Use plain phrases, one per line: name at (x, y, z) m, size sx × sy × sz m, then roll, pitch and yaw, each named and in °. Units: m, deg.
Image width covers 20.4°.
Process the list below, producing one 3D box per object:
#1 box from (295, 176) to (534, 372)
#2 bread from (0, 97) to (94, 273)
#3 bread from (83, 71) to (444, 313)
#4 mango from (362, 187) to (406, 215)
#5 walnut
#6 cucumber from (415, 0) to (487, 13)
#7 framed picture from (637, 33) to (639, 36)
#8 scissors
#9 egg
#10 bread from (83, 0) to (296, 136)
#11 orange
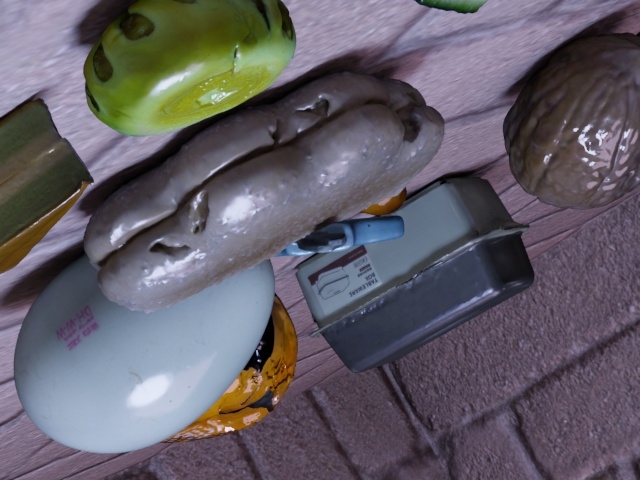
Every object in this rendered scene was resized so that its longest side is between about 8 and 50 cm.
box at (0.129, 0.044, 2.330) m, size 0.290 × 0.166 × 0.220 m, roll -31°, pitch 172°, yaw 22°
bread at (-0.221, -0.025, 1.154) m, size 0.084 × 0.074 × 0.139 m, roll -25°, pitch 172°, yaw -40°
bread at (-0.034, -0.055, 1.474) m, size 0.337 × 0.102 × 0.183 m, roll -26°, pitch 171°, yaw -23°
mango at (0.052, -0.057, 1.853) m, size 0.077 × 0.063 × 0.127 m, roll -2°, pitch 180°, yaw 8°
walnut at (0.288, -0.128, 1.878) m, size 0.178 × 0.178 × 0.230 m, roll -23°, pitch 158°, yaw -32°
cucumber at (0.109, -0.208, 1.178) m, size 0.116 × 0.062 × 0.115 m, roll -40°, pitch 169°, yaw 24°
framed picture at (0.454, -0.257, 2.128) m, size 0.244 × 0.013 × 0.324 m, roll -34°, pitch 169°, yaw 31°
scissors at (0.000, 0.000, 1.728) m, size 0.192 × 0.029 × 0.447 m, roll -7°, pitch -178°, yaw -2°
egg at (-0.158, 0.083, 1.614) m, size 0.264 × 0.183 × 0.183 m, roll -36°, pitch 170°, yaw 5°
bread at (-0.081, -0.115, 1.085) m, size 0.139 × 0.071 × 0.130 m, roll -22°, pitch 166°, yaw -28°
orange at (-0.139, 0.114, 1.830) m, size 0.234 × 0.182 × 0.234 m, roll -22°, pitch 165°, yaw -6°
